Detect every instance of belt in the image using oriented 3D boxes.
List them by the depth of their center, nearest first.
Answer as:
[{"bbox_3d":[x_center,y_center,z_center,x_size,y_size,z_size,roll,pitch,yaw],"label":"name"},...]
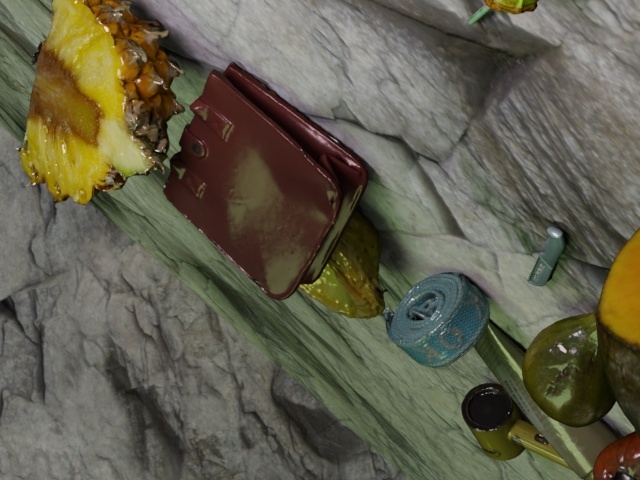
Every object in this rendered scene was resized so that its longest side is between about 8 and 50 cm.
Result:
[{"bbox_3d":[0.172,0.116,2.043,0.082,0.148,0.163,44,-166,-21],"label":"belt"}]

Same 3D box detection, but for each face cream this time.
[{"bbox_3d":[0.346,0.250,2.143,0.341,0.084,0.137,46,165,12],"label":"face cream"}]

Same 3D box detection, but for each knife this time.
[{"bbox_3d":[0.279,0.024,1.740,0.028,0.015,0.210,31,165,11],"label":"knife"}]

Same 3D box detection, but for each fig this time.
[{"bbox_3d":[0.345,0.149,1.805,0.127,0.185,0.133,5,-134,-43],"label":"fig"}]

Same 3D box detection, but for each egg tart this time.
[{"bbox_3d":[0.000,0.000,2.182,0.294,0.123,0.294,34,163,12],"label":"egg tart"}]

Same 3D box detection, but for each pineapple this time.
[{"bbox_3d":[-0.264,-0.183,2.063,0.286,0.209,0.344,37,125,28],"label":"pineapple"}]

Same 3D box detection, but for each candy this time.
[{"bbox_3d":[0.158,-0.219,1.281,0.060,0.060,0.201,41,175,-2],"label":"candy"}]

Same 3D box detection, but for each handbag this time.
[{"bbox_3d":[-0.086,-0.080,2.006,0.275,0.084,0.260,41,133,14],"label":"handbag"}]

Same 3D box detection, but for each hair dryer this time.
[{"bbox_3d":[0.370,0.342,2.343,0.279,0.090,0.135,23,157,35],"label":"hair dryer"}]

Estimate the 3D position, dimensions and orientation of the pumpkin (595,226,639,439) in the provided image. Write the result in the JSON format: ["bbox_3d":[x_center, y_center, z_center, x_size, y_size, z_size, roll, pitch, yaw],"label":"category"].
[{"bbox_3d":[0.387,0.104,1.226,0.225,0.256,0.303,49,149,-19],"label":"pumpkin"}]

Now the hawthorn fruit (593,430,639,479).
[{"bbox_3d":[0.487,0.356,1.870,0.262,0.210,0.210,23,177,-32],"label":"hawthorn fruit"}]
